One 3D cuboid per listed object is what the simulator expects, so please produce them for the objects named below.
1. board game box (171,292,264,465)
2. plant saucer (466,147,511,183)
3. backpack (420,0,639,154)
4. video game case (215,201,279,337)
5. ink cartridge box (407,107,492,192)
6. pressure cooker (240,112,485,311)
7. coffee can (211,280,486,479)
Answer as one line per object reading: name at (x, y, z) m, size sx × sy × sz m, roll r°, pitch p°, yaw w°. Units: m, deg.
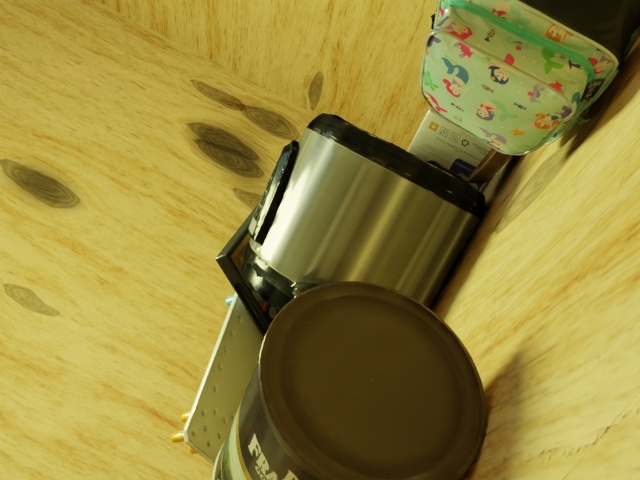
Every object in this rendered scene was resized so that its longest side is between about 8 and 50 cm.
board game box at (-0.110, 0.326, 1.282) m, size 0.050 × 0.390 × 0.390 m, roll -16°, pitch 38°, yaw 28°
plant saucer at (0.321, -0.160, 1.099) m, size 0.168 × 0.029 × 0.168 m, roll -50°, pitch -5°, yaw -6°
backpack at (0.233, -0.220, 0.752) m, size 0.191 × 0.225 × 0.253 m, roll -57°, pitch -8°, yaw -6°
video game case at (-0.102, 0.071, 1.344) m, size 0.035 × 0.248 × 0.275 m, roll -20°, pitch 21°, yaw 24°
ink cartridge box at (0.243, -0.110, 1.359) m, size 0.069 × 0.176 × 0.371 m, roll -57°, pitch -6°, yaw -48°
pressure cooker at (0.058, 0.020, 1.162) m, size 0.375 × 0.370 × 0.420 m, roll 37°, pitch 104°, yaw 48°
coffee can at (0.011, 0.201, 0.627) m, size 0.201 × 0.202 × 0.275 m, roll -59°, pitch -6°, yaw -43°
